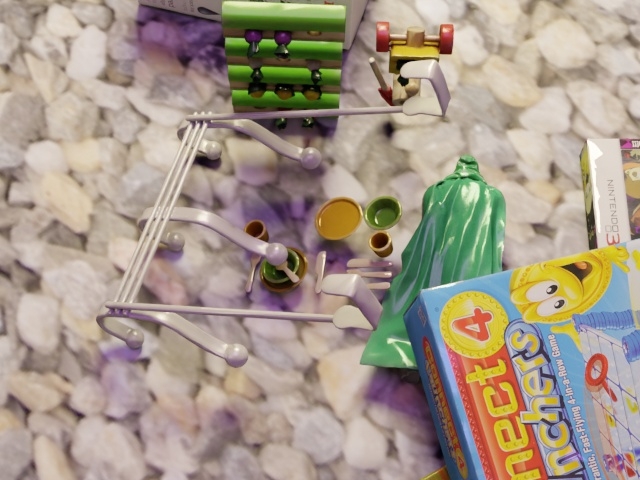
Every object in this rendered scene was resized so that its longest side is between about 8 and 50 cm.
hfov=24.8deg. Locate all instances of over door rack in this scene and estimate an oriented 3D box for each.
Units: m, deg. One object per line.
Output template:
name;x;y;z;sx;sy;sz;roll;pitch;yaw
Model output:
over door rack;-0.034;-0.014;1.299;0.324;0.108;0.239;-7;53;41

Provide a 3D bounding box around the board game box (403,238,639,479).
board game box;0.260;0.161;1.245;0.302;0.086;0.308;-13;74;-12

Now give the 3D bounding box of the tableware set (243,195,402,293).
tableware set;0.000;0.000;1.376;0.154;0.024;0.104;-1;61;20

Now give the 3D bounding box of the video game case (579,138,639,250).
video game case;0.374;0.000;1.395;0.232;0.042;0.210;1;64;-1

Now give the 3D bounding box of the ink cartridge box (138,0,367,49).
ink cartridge box;-0.066;-0.302;1.473;0.237;0.172;0.100;13;63;6

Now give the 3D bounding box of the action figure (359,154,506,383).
action figure;0.125;0.023;1.368;0.137;0.063;0.232;9;67;6

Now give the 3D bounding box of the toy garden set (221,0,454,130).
toy garden set;0.014;-0.149;1.360;0.203;0.244;0.049;2;76;0

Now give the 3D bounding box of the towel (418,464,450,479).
towel;0.100;0.258;1.269;0.237;0.021;0.102;-27;65;-14
